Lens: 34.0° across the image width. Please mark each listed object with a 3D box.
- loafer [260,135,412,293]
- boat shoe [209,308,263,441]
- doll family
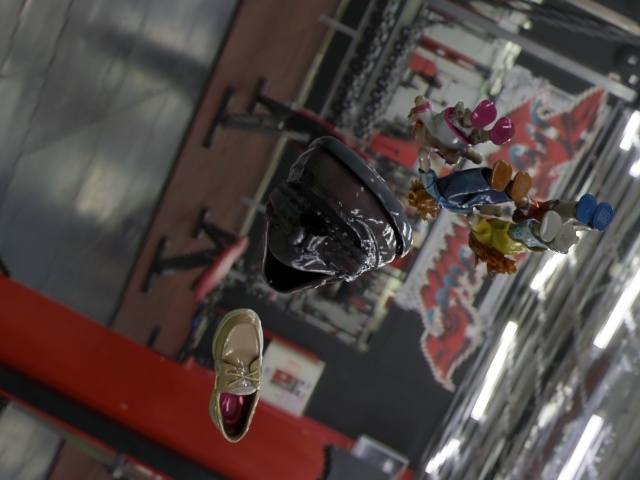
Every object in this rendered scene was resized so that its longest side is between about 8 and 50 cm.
[{"bbox_3d":[0.000,0.000,0.837,0.095,0.109,0.302,-43,177,-7],"label":"loafer"},{"bbox_3d":[-0.092,0.158,1.201,0.059,0.063,0.170,-120,-149,-52],"label":"boat shoe"},{"bbox_3d":[0.180,-0.042,1.162,0.118,0.263,0.163,-59,-158,-18],"label":"doll family"}]
